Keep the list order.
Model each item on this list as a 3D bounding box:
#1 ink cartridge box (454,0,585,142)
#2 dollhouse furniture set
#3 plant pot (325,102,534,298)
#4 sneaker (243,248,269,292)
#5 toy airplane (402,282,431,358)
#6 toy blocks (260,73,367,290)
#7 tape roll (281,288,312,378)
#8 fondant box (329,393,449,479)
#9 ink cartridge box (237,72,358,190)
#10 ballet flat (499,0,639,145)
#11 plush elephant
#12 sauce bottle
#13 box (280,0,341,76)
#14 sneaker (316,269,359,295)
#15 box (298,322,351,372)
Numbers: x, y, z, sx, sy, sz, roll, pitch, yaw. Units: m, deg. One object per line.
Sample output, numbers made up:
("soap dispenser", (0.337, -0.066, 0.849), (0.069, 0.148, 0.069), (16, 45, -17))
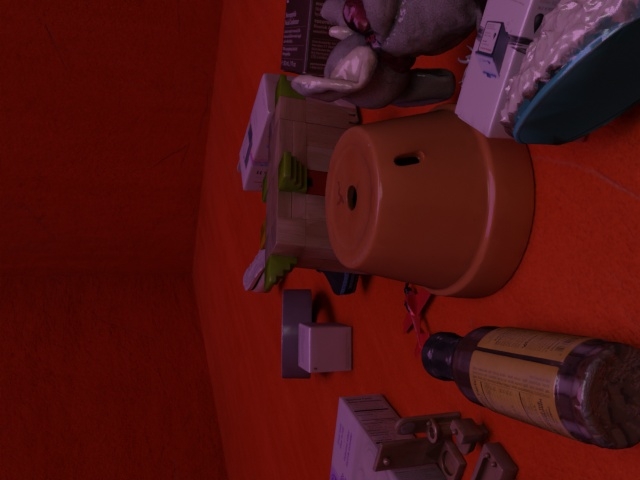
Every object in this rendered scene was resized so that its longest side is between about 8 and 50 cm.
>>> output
("ink cartridge box", (0.247, -0.210, 0.687), (0.082, 0.140, 0.190), (-123, 37, -53))
("dollhouse furniture set", (0.173, 0.330, 0.911), (0.151, 0.123, 0.144), (-122, 37, -56))
("plant pot", (0.134, -0.058, 0.909), (0.291, 0.203, 0.290), (180, 90, -70))
("sneaker", (-0.136, 0.069, 1.851), (0.235, 0.095, 0.090), (-48, 37, 34))
("toy airplane", (0.165, 0.136, 1.076), (0.151, 0.028, 0.151), (179, 90, -72))
("toy blocks", (0.040, -0.093, 1.125), (0.191, 0.261, 0.381), (125, 148, -61))
("tape roll", (-0.059, 0.228, 1.548), (0.219, 0.072, 0.219), (-179, 90, -87))
("fondant box", (0.118, 0.459, 1.108), (0.330, 0.096, 0.238), (-136, 49, -65))
("ink cartridge box", (-0.068, -0.215, 1.466), (0.353, 0.207, 0.119), (119, 147, -55))
("ballet flat", (0.309, -0.235, 0.528), (0.409, 0.147, 0.147), (-42, 50, 51))
("plush elephant", (0.097, -0.297, 0.866), (0.255, 0.272, 0.330), (-26, 72, 36))
("sauce bottle", (0.235, 0.157, 0.763), (0.344, 0.111, 0.111), (176, 94, -71))
("box", (0.016, -0.545, 1.343), (0.191, 0.143, 0.381), (-140, 55, -65))
("sneaker", (0.000, 0.000, 1.401), (0.341, 0.125, 0.139), (-126, 35, -62))
("box", (0.009, 0.237, 1.403), (0.087, 0.102, 0.101), (176, 95, -73))
